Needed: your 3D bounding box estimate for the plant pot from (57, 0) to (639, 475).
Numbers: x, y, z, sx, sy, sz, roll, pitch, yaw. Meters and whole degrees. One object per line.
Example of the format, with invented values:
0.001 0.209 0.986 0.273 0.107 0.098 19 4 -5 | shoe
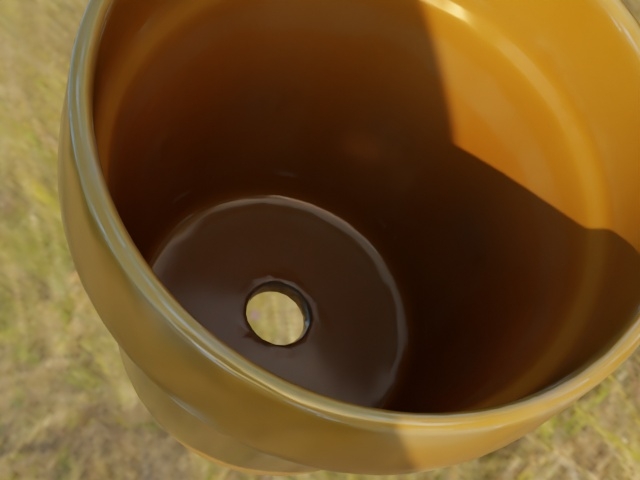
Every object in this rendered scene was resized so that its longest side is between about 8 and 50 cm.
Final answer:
0.000 0.000 0.539 0.188 0.205 0.205 123 170 -61 | plant pot
